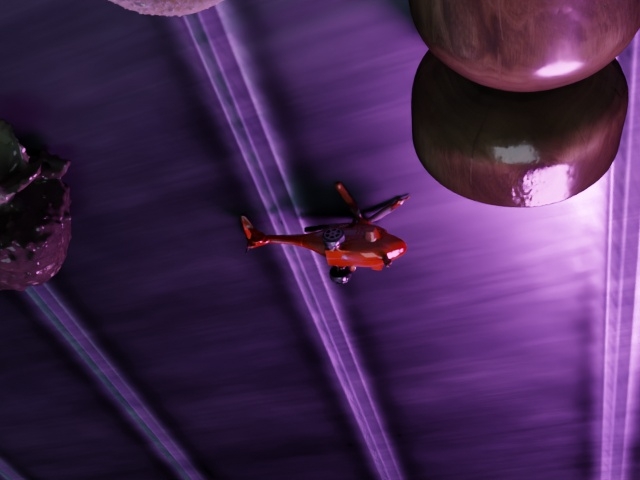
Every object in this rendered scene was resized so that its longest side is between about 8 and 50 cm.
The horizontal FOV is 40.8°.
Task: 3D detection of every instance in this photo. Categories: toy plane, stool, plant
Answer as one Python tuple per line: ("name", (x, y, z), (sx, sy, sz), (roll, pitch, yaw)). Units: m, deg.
("toy plane", (0.000, -0.006, 0.977), (0.194, 0.077, 0.126), (16, 133, 2))
("stool", (0.155, -0.175, 0.649), (0.179, 0.179, 0.264), (0, 142, 8))
("plant", (-0.341, -0.039, 0.930), (0.142, 0.131, 0.203), (12, 151, -5))

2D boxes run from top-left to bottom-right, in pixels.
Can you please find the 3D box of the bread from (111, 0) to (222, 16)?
("bread", (-0.103, -0.247, 0.712), (0.112, 0.036, 0.193), (20, 140, -19))
